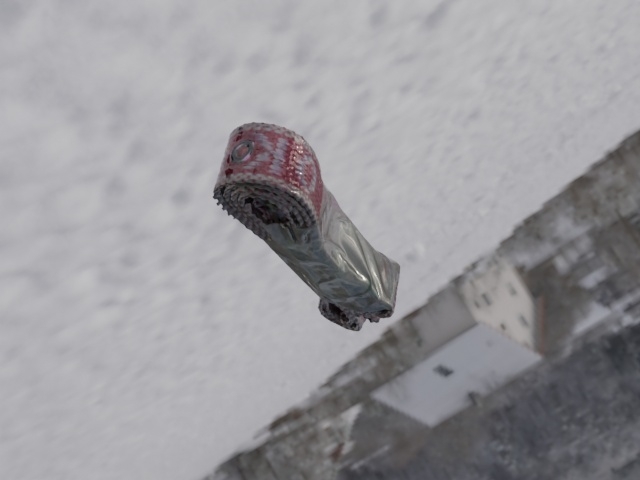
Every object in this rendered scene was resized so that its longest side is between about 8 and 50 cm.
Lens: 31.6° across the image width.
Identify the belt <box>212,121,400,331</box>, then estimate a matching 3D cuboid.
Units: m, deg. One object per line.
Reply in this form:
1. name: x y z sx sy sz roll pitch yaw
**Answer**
1. belt: 0.000 0.000 0.780 0.071 0.053 0.232 1 153 24
